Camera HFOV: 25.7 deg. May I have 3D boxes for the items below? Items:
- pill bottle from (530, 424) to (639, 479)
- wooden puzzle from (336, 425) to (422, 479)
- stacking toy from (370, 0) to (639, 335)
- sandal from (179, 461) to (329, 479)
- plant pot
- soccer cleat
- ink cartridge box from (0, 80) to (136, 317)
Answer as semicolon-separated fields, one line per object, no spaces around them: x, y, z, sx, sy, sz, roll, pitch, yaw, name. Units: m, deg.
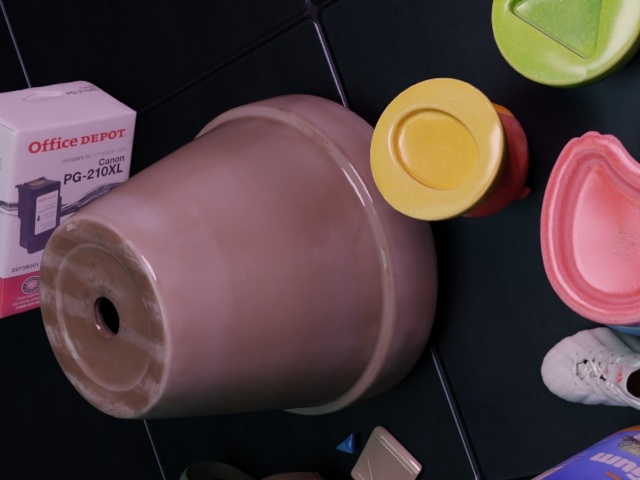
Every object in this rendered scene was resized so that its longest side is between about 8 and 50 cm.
0.211;0.257;1.125;0.152;0.272;0.152;15;113;41;pill bottle
0.069;0.238;1.449;0.116;0.014;0.078;50;127;22;wooden puzzle
0.232;-0.085;1.159;0.309;0.130;0.279;36;99;29;stacking toy
-0.044;0.281;1.506;0.303;0.120;0.086;16;100;41;sandal
-0.097;0.041;1.330;0.323;0.280;0.323;16;115;40;plant pot
0.258;0.111;1.176;0.196;0.076;0.068;-4;99;46;soccer cleat
-0.320;-0.051;1.632;0.100;0.172;0.237;30;122;36;ink cartridge box
